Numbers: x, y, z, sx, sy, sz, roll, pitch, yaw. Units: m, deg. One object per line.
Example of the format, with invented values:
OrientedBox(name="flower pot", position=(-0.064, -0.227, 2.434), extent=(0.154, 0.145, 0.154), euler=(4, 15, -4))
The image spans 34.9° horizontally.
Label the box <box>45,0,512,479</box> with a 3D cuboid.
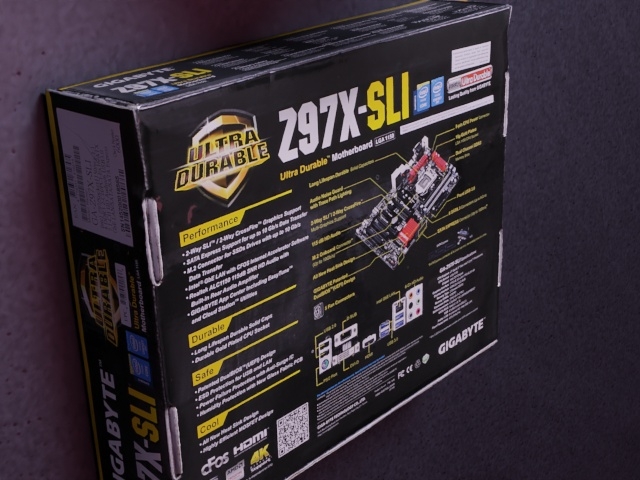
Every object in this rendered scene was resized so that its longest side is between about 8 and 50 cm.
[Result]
OrientedBox(name="box", position=(0.000, 0.000, 0.638), extent=(0.322, 0.079, 0.257), euler=(-25, 120, -42))
